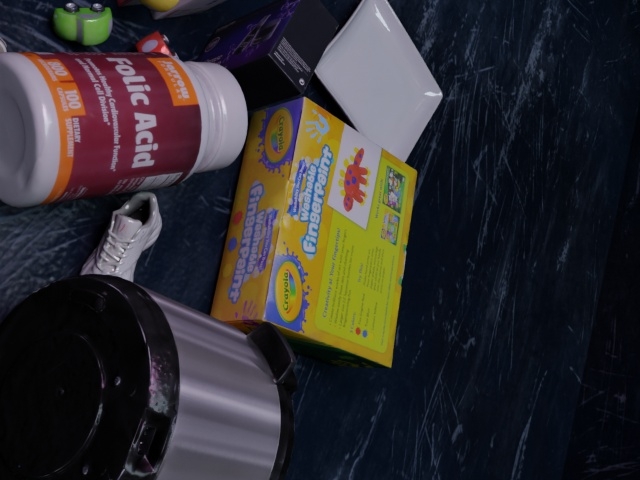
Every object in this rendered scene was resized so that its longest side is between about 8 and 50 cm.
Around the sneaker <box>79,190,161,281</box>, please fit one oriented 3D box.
[{"bbox_3d":[-0.330,0.010,1.306,0.090,0.115,0.232,19,57,-2],"label":"sneaker"}]

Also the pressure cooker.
[{"bbox_3d":[-0.248,0.273,1.169,0.420,0.369,0.376,34,60,-53],"label":"pressure cooker"}]

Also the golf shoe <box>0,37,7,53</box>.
[{"bbox_3d":[-0.549,-0.325,1.188,0.186,0.067,0.086,44,26,-30],"label":"golf shoe"}]

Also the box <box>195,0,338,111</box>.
[{"bbox_3d":[-0.117,-0.336,1.484,0.103,0.261,0.184,47,53,-30],"label":"box"}]

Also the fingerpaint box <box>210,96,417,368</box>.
[{"bbox_3d":[0.000,0.000,1.627,0.371,0.163,0.445,26,66,-42],"label":"fingerpaint box"}]

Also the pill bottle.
[{"bbox_3d":[-0.320,-0.185,1.278,0.392,0.224,0.224,-14,94,-46],"label":"pill bottle"}]

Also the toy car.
[{"bbox_3d":[-0.332,-0.359,1.357,0.224,0.239,0.053,-9,47,-24],"label":"toy car"}]

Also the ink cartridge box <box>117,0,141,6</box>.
[{"bbox_3d":[-0.323,-0.499,1.404,0.063,0.109,0.151,-24,102,-44],"label":"ink cartridge box"}]

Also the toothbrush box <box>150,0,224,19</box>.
[{"bbox_3d":[-0.239,-0.565,1.432,0.122,0.206,0.283,-27,104,-45],"label":"toothbrush box"}]

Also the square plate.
[{"bbox_3d":[0.137,-0.371,1.907,0.344,0.049,0.347,53,51,-28],"label":"square plate"}]
